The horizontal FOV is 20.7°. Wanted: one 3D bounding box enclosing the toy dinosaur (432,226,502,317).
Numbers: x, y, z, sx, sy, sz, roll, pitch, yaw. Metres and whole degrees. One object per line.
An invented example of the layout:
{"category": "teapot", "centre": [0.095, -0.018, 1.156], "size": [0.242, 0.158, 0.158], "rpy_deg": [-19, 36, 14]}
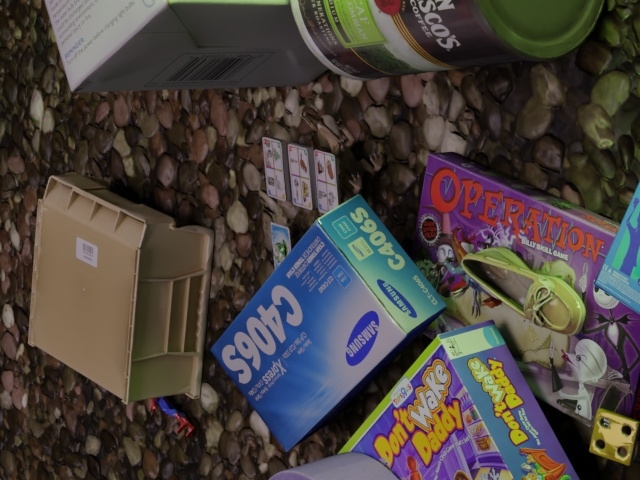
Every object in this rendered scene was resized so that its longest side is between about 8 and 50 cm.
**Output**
{"category": "toy dinosaur", "centre": [0.162, 0.039, 1.881], "size": [0.082, 0.047, 0.090], "rpy_deg": [18, 99, 29]}

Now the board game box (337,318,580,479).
{"category": "board game box", "centre": [0.140, 0.277, 1.938], "size": [0.233, 0.078, 0.347], "rpy_deg": [63, 146, 22]}

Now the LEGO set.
{"category": "LEGO set", "centre": [0.000, 0.000, 2.132], "size": [0.182, 0.060, 0.244], "rpy_deg": [18, 116, 59]}

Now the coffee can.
{"category": "coffee can", "centre": [0.129, -0.274, 1.815], "size": [0.275, 0.202, 0.201], "rpy_deg": [-1, 95, 51]}

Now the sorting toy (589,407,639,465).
{"category": "sorting toy", "centre": [0.340, 0.296, 1.745], "size": [0.132, 0.046, 0.274], "rpy_deg": [-11, 88, 36]}

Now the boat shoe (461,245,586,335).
{"category": "boat shoe", "centre": [0.210, 0.053, 1.815], "size": [0.153, 0.048, 0.056], "rpy_deg": [41, 125, 40]}

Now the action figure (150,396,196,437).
{"category": "action figure", "centre": [-0.218, 0.228, 2.440], "size": [0.030, 0.038, 0.115], "rpy_deg": [-49, 55, 11]}

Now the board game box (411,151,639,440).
{"category": "board game box", "centre": [0.227, 0.053, 1.868], "size": [0.347, 0.056, 0.208], "rpy_deg": [27, 112, 45]}

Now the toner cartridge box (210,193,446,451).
{"category": "toner cartridge box", "centre": [0.001, 0.104, 2.052], "size": [0.165, 0.075, 0.348], "rpy_deg": [51, 144, 9]}

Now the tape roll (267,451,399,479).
{"category": "tape roll", "centre": [0.030, 0.383, 1.993], "size": [0.275, 0.090, 0.274], "rpy_deg": [26, 122, 52]}

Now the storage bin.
{"category": "storage bin", "centre": [-0.279, 0.061, 2.424], "size": [0.262, 0.123, 0.260], "rpy_deg": [24, 113, 47]}

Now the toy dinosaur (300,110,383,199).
{"category": "toy dinosaur", "centre": [0.037, -0.079, 2.088], "size": [0.092, 0.053, 0.183], "rpy_deg": [-16, 96, 67]}

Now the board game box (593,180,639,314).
{"category": "board game box", "centre": [0.351, -0.022, 1.628], "size": [0.210, 0.047, 0.160], "rpy_deg": [-67, 28, 10]}

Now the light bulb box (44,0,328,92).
{"category": "light bulb box", "centre": [-0.136, -0.379, 1.997], "size": [0.225, 0.358, 0.361], "rpy_deg": [-32, 70, 46]}
